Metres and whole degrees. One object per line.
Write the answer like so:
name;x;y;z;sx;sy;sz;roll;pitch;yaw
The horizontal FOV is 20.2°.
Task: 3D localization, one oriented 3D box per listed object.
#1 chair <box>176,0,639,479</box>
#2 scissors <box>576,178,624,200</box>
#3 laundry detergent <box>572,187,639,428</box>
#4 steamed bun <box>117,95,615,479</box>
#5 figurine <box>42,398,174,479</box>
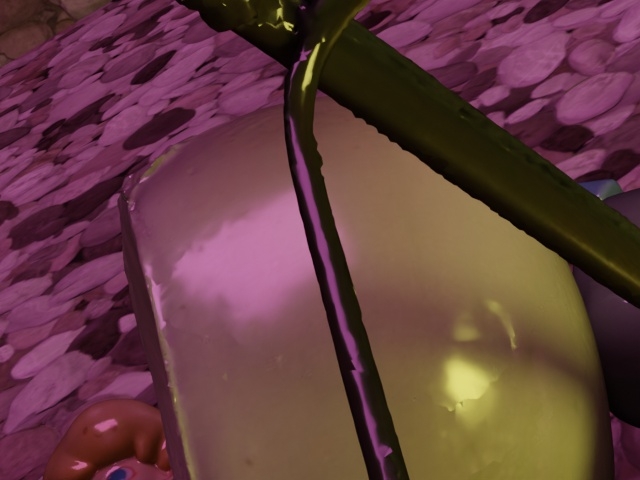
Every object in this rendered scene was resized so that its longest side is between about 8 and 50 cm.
chair;0.195;0.036;0.508;0.362;0.410;0.364;-25;61;17
scissors;0.225;-0.023;1.251;0.447;0.029;0.192;-11;27;41
laundry detergent;0.337;-0.014;0.916;0.398;0.124;0.264;-18;1;18
steamed bun;0.026;0.089;0.863;0.206;0.324;0.324;-12;19;-8
figurine;-0.129;0.188;1.140;0.108;0.114;0.196;15;33;-8
